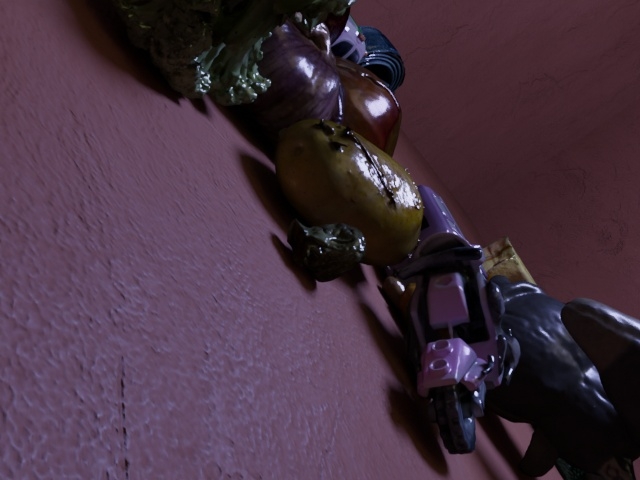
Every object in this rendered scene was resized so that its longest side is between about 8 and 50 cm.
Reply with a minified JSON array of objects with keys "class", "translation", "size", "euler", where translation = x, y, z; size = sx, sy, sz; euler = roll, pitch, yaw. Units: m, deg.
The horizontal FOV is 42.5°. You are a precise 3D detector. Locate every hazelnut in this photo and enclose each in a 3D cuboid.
[{"class":"hazelnut","translation":[0.044,-0.210,1.364],"size":[0.212,0.181,0.181],"euler":[-73,169,-61]}]

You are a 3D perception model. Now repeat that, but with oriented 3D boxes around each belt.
[{"class":"belt","translation":[0.071,-0.379,1.837],"size":[0.116,0.206,0.267],"euler":[57,19,23]}]

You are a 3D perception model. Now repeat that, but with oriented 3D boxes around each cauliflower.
[{"class":"cauliflower","translation":[-0.082,-0.282,0.902],"size":[0.272,0.250,0.275],"euler":[20,81,-55]}]

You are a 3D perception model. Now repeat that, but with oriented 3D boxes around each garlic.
[{"class":"garlic","translation":[-0.045,-0.237,1.159],"size":[0.245,0.160,0.245],"euler":[55,3,-4]}]

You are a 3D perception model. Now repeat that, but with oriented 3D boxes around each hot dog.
[{"class":"hot dog","translation":[0.147,0.111,1.215],"size":[0.140,0.060,0.090],"euler":[59,8,-12]}]

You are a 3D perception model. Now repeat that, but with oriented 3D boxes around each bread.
[{"class":"bread","translation":[0.446,0.144,1.963],"size":[0.264,0.168,0.163],"euler":[53,14,-13]}]

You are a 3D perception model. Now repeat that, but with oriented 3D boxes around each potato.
[{"class":"potato","translation":[0.052,-0.054,1.090],"size":[0.300,0.140,0.173],"euler":[34,22,-54]}]

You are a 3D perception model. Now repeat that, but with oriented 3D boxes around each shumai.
[{"class":"shumai","translation":[0.000,0.000,0.927],"size":[0.080,0.082,0.083],"euler":[48,-9,-25]}]

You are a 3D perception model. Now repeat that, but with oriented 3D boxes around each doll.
[{"class":"doll","translation":[0.393,0.181,1.285],"size":[0.382,0.378,0.252],"euler":[44,47,8]}]

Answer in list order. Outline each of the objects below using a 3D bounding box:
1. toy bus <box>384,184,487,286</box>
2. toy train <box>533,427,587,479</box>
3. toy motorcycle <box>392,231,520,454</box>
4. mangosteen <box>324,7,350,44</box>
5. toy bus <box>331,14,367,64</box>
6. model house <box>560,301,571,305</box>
[{"class":"toy bus","translation":[0.170,0.022,1.335],"size":[0.142,0.142,0.202],"euler":[54,11,-32]},{"class":"toy train","translation":[0.502,0.427,1.678],"size":[0.099,0.070,0.172],"euler":[14,41,-56]},{"class":"toy motorcycle","translation":[0.164,0.109,1.033],"size":[0.327,0.143,0.188],"euler":[-63,137,-61]},{"class":"mangosteen","translation":[-0.049,-0.435,1.407],"size":[0.235,0.235,0.261],"euler":[54,-23,-4]},{"class":"toy bus","translation":[-0.045,-0.446,1.642],"size":[0.143,0.179,0.305],"euler":[33,25,-59]},{"class":"model house","translation":[0.504,0.279,1.757],"size":[0.282,0.297,0.317],"euler":[16,7,3]}]
